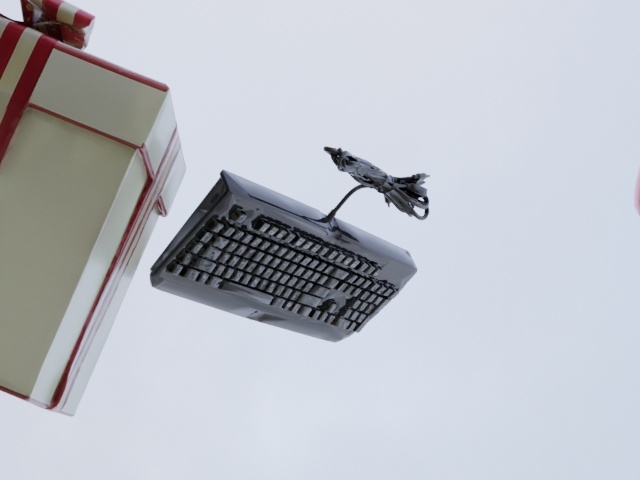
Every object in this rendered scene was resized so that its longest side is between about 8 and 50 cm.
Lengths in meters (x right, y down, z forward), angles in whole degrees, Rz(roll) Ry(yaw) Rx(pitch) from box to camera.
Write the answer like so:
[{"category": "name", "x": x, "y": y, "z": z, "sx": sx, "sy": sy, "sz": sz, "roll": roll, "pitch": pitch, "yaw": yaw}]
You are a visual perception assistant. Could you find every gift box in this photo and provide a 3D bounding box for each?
[{"category": "gift box", "x": -0.254, "y": -0.045, "z": 0.921, "sx": 0.276, "sy": 0.258, "sz": 0.255, "roll": 24, "pitch": -11, "yaw": -3}]

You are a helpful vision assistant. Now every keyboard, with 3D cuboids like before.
[{"category": "keyboard", "x": 0.000, "y": 0.000, "z": 1.193, "sx": 0.201, "sy": 0.317, "sz": 0.033, "roll": -52, "pitch": -124, "yaw": 12}]

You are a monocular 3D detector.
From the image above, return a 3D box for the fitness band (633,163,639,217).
[{"category": "fitness band", "x": 0.366, "y": -0.019, "z": 0.912, "sx": 0.291, "sy": 0.209, "sz": 0.054, "roll": 5, "pitch": -56, "yaw": -2}]
